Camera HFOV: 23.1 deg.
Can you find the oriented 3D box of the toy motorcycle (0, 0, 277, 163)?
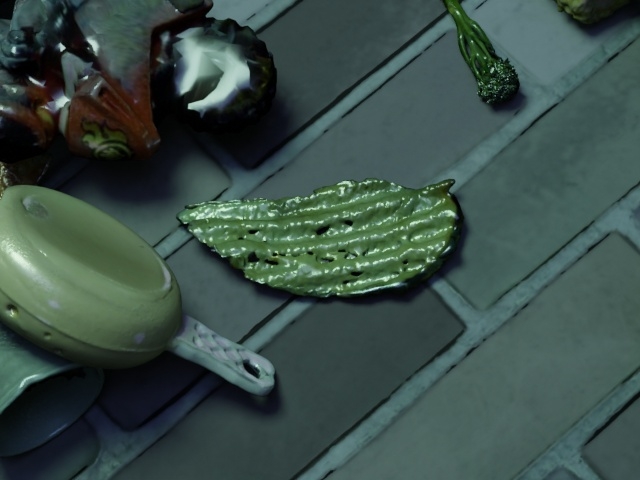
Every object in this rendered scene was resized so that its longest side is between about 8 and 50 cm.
[{"bbox_3d":[-0.225,-0.185,1.162,0.207,0.134,0.401,-39,71,-17],"label":"toy motorcycle"}]

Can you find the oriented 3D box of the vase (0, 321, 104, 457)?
[{"bbox_3d":[-0.250,0.039,1.095,0.096,0.096,0.219,-36,67,-10],"label":"vase"}]

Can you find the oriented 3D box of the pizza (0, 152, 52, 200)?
[{"bbox_3d":[-0.228,-0.038,1.156,0.078,0.025,0.083,-27,75,-1],"label":"pizza"}]

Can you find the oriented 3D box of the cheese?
[{"bbox_3d":[-0.130,0.044,1.058,0.227,0.137,0.064,30,114,-14],"label":"cheese"}]

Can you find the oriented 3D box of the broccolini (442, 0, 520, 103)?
[{"bbox_3d":[0.109,-0.163,1.174,0.030,0.035,0.140,-22,66,-8],"label":"broccolini"}]

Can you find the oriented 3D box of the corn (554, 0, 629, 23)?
[{"bbox_3d":[0.154,-0.295,1.200,0.086,0.086,0.288,-25,71,-5],"label":"corn"}]

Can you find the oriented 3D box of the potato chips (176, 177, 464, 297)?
[{"bbox_3d":[0.000,0.000,1.120,0.208,0.028,0.092,-5,66,1],"label":"potato chips"}]
